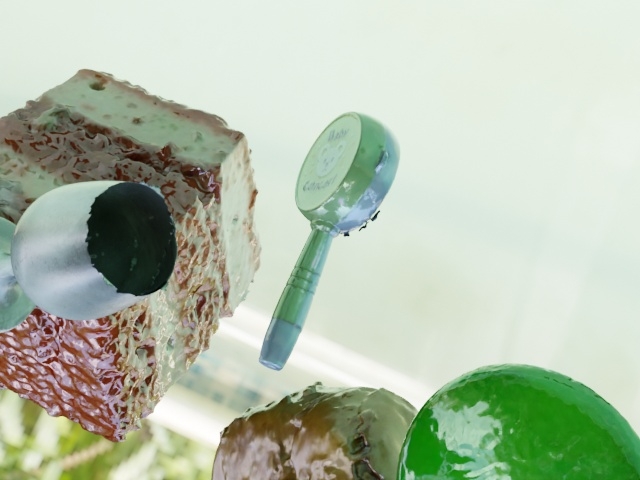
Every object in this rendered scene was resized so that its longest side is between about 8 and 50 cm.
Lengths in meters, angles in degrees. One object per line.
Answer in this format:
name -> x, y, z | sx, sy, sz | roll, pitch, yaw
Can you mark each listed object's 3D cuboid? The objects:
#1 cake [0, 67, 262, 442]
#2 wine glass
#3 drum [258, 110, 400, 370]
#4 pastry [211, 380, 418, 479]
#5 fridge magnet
cake -> -0.247, 0.001, 2.080 | 0.269, 0.319, 0.270 | 25, 144, 21
wine glass -> -0.237, 0.016, 1.691 | 0.126, 0.126, 0.241 | 33, 152, -33
drum -> 0.012, -0.006, 1.734 | 0.049, 0.253, 0.130 | 28, 149, -25
pastry -> 0.015, 0.273, 1.943 | 0.162, 0.255, 0.311 | 12, 176, -32
fridge magnet -> 0.149, 0.187, 1.335 | 0.208, 0.208, 0.088 | 20, -158, 26
